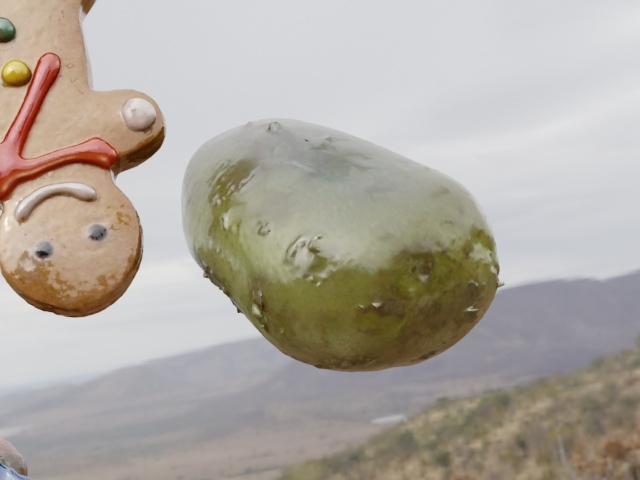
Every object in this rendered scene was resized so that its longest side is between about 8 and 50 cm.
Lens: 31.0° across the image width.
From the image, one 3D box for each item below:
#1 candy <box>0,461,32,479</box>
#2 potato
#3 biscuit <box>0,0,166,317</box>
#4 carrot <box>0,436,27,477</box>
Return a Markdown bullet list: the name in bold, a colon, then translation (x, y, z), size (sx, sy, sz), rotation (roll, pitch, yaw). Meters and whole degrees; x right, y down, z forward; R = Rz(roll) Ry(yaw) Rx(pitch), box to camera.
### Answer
- **candy**: translation (-0.356, 0.347, 1.010), size (0.331, 0.187, 0.077), rotation (-54, -3, -18)
- **potato**: translation (0.000, 0.000, 0.958), size (0.210, 0.173, 0.307), rotation (-28, 39, -29)
- **biscuit**: translation (-0.227, -0.093, 0.918), size (0.205, 0.324, 0.049), rotation (-13, -16, -14)
- **carrot**: translation (-0.395, 0.254, 1.221), size (0.225, 0.159, 0.159), rotation (-24, -13, 41)
